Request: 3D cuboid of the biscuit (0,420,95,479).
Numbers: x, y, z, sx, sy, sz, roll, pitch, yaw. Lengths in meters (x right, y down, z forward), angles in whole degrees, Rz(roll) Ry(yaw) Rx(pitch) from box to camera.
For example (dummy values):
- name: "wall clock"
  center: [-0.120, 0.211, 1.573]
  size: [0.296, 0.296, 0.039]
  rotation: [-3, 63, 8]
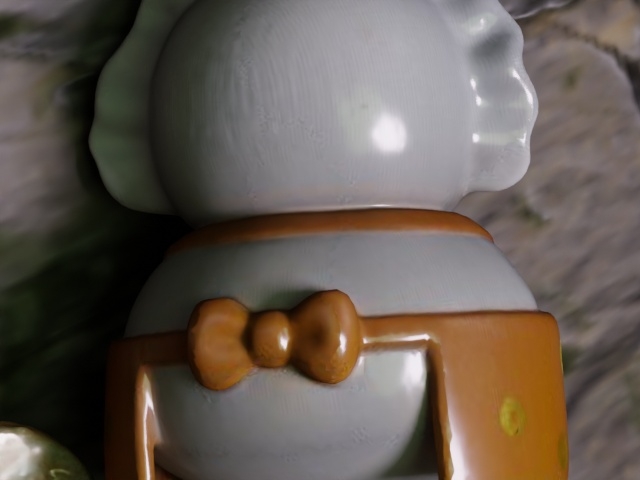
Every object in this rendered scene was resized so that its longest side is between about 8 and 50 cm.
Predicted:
- name: "biscuit"
  center: [-0.134, 0.161, 0.543]
  size: [0.153, 0.030, 0.234]
  rotation: [31, 78, -31]

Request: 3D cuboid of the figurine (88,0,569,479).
- name: "figurine"
  center: [-0.002, 0.003, 0.555]
  size: [0.143, 0.143, 0.271]
  rotation: [-14, 104, -31]
